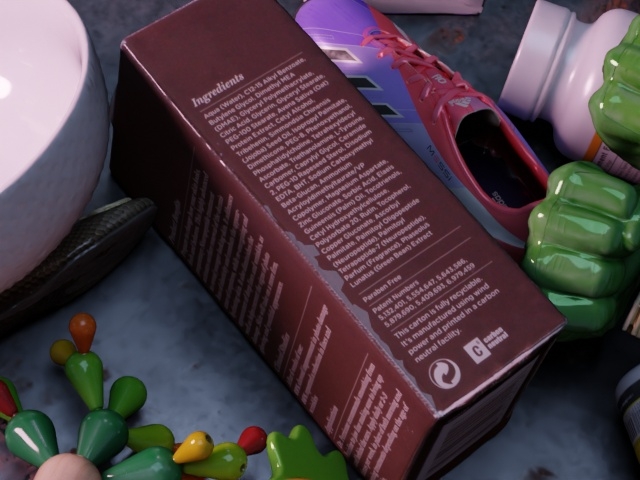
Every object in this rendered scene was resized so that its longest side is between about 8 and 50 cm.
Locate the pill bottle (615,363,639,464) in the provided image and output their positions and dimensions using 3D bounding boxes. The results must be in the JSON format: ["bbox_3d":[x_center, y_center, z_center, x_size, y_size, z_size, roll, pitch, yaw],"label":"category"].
[{"bbox_3d":[0.314,0.189,1.362,0.119,0.119,0.208,-10,63,-14],"label":"pill bottle"}]

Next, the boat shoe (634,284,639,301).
[{"bbox_3d":[0.282,0.041,1.484,0.049,0.056,0.152,-34,73,-3],"label":"boat shoe"}]

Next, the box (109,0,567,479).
[{"bbox_3d":[0.000,0.000,1.380,0.143,0.191,0.381,-34,72,-24],"label":"box"}]

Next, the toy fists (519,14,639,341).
[{"bbox_3d":[0.234,-0.051,1.360,0.096,0.142,0.279,25,85,25],"label":"toy fists"}]

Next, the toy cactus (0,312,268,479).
[{"bbox_3d":[-0.162,0.150,1.298,0.219,0.112,0.180,22,37,7],"label":"toy cactus"}]

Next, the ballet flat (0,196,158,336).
[{"bbox_3d":[-0.235,0.033,1.389,0.250,0.084,0.058,-37,74,-19],"label":"ballet flat"}]

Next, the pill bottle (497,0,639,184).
[{"bbox_3d":[0.282,-0.116,1.519,0.246,0.136,0.136,21,60,3],"label":"pill bottle"}]

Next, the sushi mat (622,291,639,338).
[{"bbox_3d":[0.324,-0.059,1.380,0.019,0.151,0.316,24,91,29],"label":"sushi mat"}]

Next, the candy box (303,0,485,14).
[{"bbox_3d":[0.062,-0.306,1.629,0.165,0.070,0.196,-1,61,-10],"label":"candy box"}]

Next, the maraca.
[{"bbox_3d":[-0.008,0.222,1.303,0.127,0.099,0.185,42,37,-34],"label":"maraca"}]

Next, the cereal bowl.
[{"bbox_3d":[-0.311,-0.049,1.351,0.339,0.141,0.339,-10,43,10],"label":"cereal bowl"}]

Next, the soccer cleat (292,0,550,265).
[{"bbox_3d":[0.094,-0.110,1.497,0.109,0.116,0.318,-30,70,-23],"label":"soccer cleat"}]
